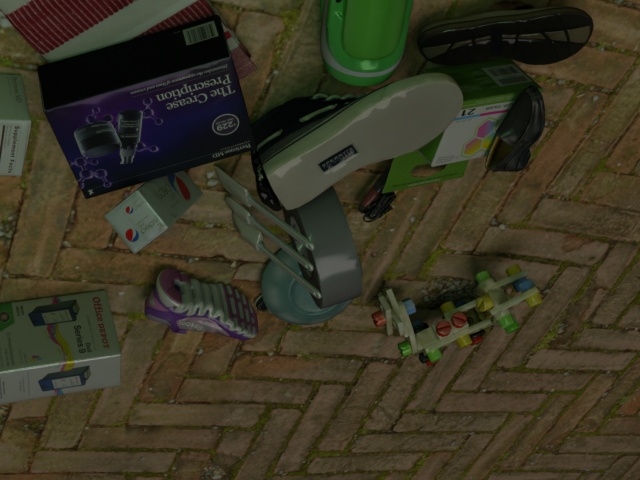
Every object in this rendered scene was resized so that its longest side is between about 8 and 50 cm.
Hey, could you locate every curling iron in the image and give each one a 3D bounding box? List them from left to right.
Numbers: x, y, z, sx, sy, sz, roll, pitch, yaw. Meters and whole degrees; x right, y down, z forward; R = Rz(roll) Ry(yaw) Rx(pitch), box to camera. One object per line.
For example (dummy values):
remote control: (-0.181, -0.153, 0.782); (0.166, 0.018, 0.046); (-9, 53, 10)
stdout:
curling iron: (0.145, -0.141, 1.887); (0.068, 0.035, 0.274); (-9, 138, -49)

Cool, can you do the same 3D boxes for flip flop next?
flip flop: (0.287, -0.331, 1.713); (0.277, 0.080, 0.112); (-5, 144, 1)

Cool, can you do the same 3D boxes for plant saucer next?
plant saucer: (-0.011, 0.084, 2.016); (0.195, 0.037, 0.195); (-8, 122, -13)

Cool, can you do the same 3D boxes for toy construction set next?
toy construction set: (0.264, 0.152, 2.177); (0.328, 0.151, 0.215); (-9, 164, -5)

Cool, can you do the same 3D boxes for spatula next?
spatula: (-0.080, -0.010, 1.773); (0.019, 0.242, 0.168); (-36, 143, -24)

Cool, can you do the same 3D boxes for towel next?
towel: (-0.265, -0.290, 1.522); (0.237, 0.037, 0.329); (-28, 139, 10)

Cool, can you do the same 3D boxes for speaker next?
speaker: (0.070, -0.362, 1.528); (0.131, 0.131, 0.296); (-10, 139, -16)

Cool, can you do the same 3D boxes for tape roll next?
tape roll: (0.000, 0.000, 1.826); (0.072, 0.219, 0.219); (-18, 140, -9)

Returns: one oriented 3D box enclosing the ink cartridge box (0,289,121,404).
ink cartridge box: (-0.454, 0.179, 1.861); (0.212, 0.154, 0.093); (-6, 136, -19)

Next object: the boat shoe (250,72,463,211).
boat shoe: (0.040, -0.189, 1.683); (0.341, 0.158, 0.127); (-26, 134, 4)

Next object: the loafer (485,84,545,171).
loafer: (0.308, -0.170, 1.739); (0.061, 0.062, 0.170); (-14, 139, -22)

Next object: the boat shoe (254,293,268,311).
boat shoe: (-0.061, 0.109, 2.061); (0.125, 0.038, 0.046); (-17, 140, -7)

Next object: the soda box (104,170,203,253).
soda box: (-0.247, -0.055, 1.657); (0.069, 0.216, 0.074); (-36, 98, 15)

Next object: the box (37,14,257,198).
box: (-0.239, -0.185, 1.546); (0.261, 0.103, 0.184); (-17, 142, -2)

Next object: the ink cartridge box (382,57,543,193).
ink cartridge box: (0.231, -0.164, 1.814); (0.189, 0.097, 0.255); (-13, 138, -31)

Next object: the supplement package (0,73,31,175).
supplement package: (-0.497, -0.160, 1.499); (0.179, 0.105, 0.105); (-1, 136, -25)

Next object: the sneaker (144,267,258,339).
sneaker: (-0.220, 0.130, 1.977); (0.236, 0.095, 0.104); (24, 128, -36)
